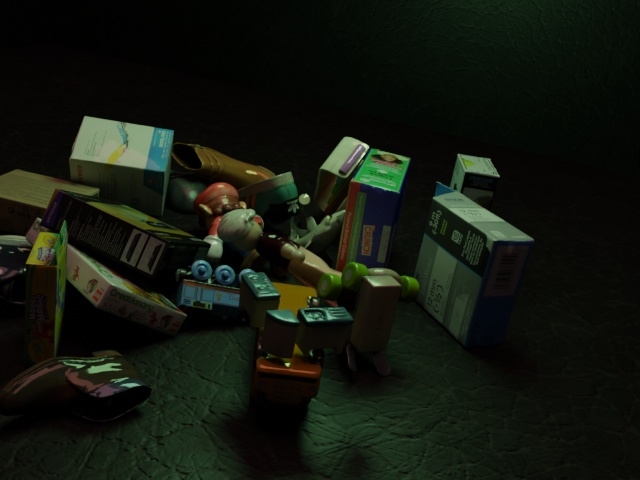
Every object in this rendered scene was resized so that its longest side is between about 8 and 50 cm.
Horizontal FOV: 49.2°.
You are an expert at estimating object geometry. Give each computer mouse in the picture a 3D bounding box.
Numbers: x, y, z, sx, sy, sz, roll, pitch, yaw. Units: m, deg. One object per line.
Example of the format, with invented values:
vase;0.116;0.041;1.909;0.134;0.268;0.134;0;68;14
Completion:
computer mouse;-0.389;-0.157;1.983;0.188;0.072;0.272;2;24;-21

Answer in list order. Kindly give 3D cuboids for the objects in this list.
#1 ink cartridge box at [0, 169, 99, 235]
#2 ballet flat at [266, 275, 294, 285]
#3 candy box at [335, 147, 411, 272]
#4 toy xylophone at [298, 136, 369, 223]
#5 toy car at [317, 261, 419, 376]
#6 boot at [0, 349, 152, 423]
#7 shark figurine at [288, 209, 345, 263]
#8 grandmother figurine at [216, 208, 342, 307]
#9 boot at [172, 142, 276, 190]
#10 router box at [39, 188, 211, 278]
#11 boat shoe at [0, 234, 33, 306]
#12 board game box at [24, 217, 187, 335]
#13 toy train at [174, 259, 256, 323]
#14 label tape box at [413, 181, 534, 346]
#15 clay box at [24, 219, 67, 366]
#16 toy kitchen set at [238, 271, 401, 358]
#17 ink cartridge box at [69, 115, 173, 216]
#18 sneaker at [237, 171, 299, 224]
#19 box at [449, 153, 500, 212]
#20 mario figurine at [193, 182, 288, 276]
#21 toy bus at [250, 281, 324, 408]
ink cartridge box;-0.680;-0.086;1.667;0.235;0.088;0.193;13;21;9
ballet flat;-0.139;0.099;1.481;0.188;0.070;0.070;10;22;1
candy box;0.127;-0.050;1.680;0.122;0.268;0.317;12;22;6
toy xylophone;0.035;-0.145;1.893;0.081;0.236;0.322;34;-10;8
toy car;0.090;0.155;1.307;0.155;0.188;0.149;16;-27;-33
boot;-0.364;0.228;1.054;0.106;0.082;0.219;23;24;35
shark figurine;-0.018;0.015;1.735;0.116;0.166;0.278;36;-15;-19
grandmother figurine;-0.060;0.040;1.461;0.342;0.104;0.208;29;-15;2
boot;-0.270;-0.202;1.977;0.283;0.109;0.220;30;5;22
router box;-0.381;-0.009;1.423;0.243;0.081;0.309;24;1;5
boat shoe;-0.641;0.061;1.265;0.158;0.127;0.340;24;22;36
board game box;-0.413;0.068;1.334;0.305;0.053;0.193;30;-3;39
toy train;-0.201;0.106;1.392;0.184;0.105;0.080;12;-23;-21
label tape box;0.295;0.040;1.558;0.115;0.249;0.348;-2;25;-27
clay box;-0.460;0.085;1.172;0.053;0.222;0.127;4;22;-14
toy kitchen set;-0.007;0.091;1.134;0.207;0.122;0.166;0;25;-26
ink cartridge box;-0.512;-0.191;1.811;0.233;0.171;0.168;8;48;-10
sneaker;-0.152;-0.092;1.846;0.108;0.121;0.302;-20;4;-29
box;0.366;-0.058;1.774;0.087;0.290;0.169;11;23;1
mario figurine;-0.206;-0.004;1.682;0.320;0.170;0.198;44;-2;40
toy bus;-0.062;0.181;1.227;0.108;0.130;0.332;9;22;-6
